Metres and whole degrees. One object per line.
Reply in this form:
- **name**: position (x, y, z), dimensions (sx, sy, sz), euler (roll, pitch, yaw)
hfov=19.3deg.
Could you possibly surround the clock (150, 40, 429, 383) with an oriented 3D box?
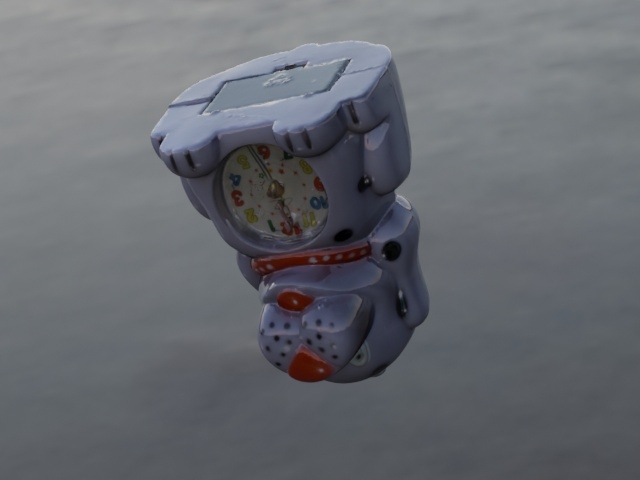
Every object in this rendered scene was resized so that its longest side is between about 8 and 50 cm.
- **clock**: position (-0.002, -0.001, 1.402), dimensions (0.189, 0.254, 0.189), euler (-14, 20, 5)
